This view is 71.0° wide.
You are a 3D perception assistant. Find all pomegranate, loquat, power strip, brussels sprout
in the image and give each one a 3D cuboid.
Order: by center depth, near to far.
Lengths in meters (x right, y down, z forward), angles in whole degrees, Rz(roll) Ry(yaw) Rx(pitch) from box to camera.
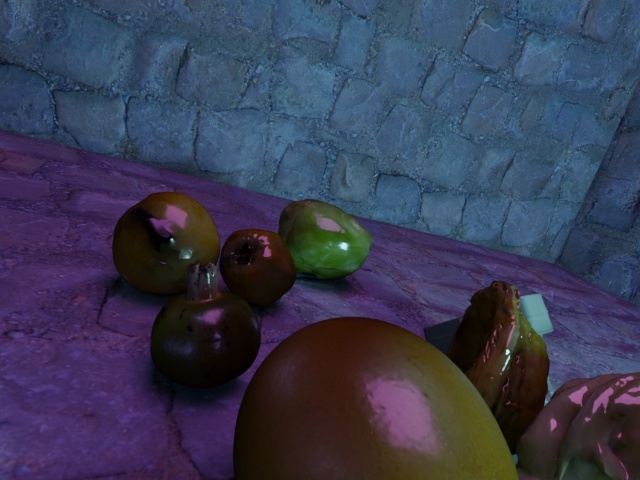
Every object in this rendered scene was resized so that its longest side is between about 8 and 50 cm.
[{"bbox_3d":[-0.190,0.135,0.744,0.180,0.209,0.180,2,9,0],"label":"pomegranate"},{"bbox_3d":[-0.341,0.010,1.007,0.235,0.234,0.235,16,15,-4],"label":"loquat"},{"bbox_3d":[0.416,0.228,1.065,0.230,0.141,0.261,-3,-20,-32],"label":"power strip"},{"bbox_3d":[-0.154,0.061,1.090,0.187,0.176,0.234,51,4,20],"label":"loquat"},{"bbox_3d":[0.000,0.000,1.416,0.328,0.247,0.328,30,5,-3],"label":"brussels sprout"}]

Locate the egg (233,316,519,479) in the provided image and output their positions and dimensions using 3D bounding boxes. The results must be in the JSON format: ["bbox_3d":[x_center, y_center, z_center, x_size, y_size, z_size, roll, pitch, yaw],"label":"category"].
[{"bbox_3d":[0.053,0.239,0.488,0.283,0.282,0.351,8,18,-31],"label":"egg"}]

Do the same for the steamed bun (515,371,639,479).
[{"bbox_3d":[0.421,0.316,0.522,0.373,0.324,0.230,-2,8,23],"label":"steamed bun"}]

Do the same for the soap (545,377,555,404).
[{"bbox_3d":[0.461,0.337,1.024,0.119,0.066,0.198,21,15,13],"label":"soap"}]

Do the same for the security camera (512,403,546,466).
[{"bbox_3d":[0.334,0.306,0.878,0.158,0.080,0.301,-15,18,0],"label":"security camera"}]

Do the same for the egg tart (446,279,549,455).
[{"bbox_3d":[0.266,0.223,0.709,0.129,0.340,0.341,20,15,14],"label":"egg tart"}]
